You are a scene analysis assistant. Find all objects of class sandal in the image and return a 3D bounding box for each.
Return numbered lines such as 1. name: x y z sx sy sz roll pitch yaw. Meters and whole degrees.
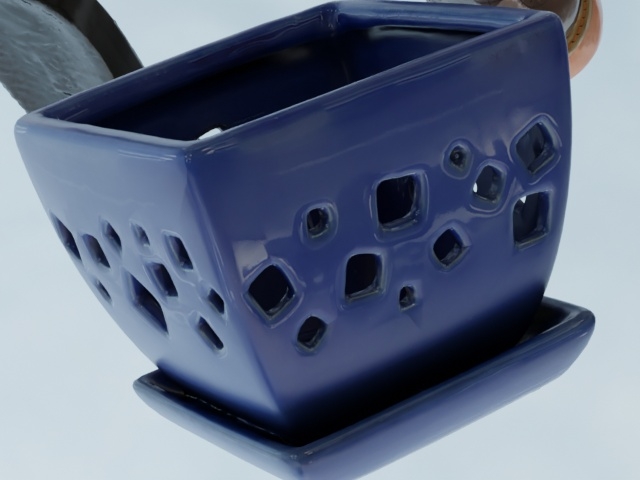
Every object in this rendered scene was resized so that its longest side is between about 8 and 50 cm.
1. sandal: -0.168 -0.044 1.589 0.446 0.167 0.107 51 -129 -36

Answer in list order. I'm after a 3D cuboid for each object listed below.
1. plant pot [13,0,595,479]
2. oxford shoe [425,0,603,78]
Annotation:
1. plant pot: 0.000 0.000 1.039 0.236 0.212 0.236 -24 -161 -25
2. oxford shoe: 0.065 -0.266 1.237 0.363 0.130 0.133 57 -171 27
